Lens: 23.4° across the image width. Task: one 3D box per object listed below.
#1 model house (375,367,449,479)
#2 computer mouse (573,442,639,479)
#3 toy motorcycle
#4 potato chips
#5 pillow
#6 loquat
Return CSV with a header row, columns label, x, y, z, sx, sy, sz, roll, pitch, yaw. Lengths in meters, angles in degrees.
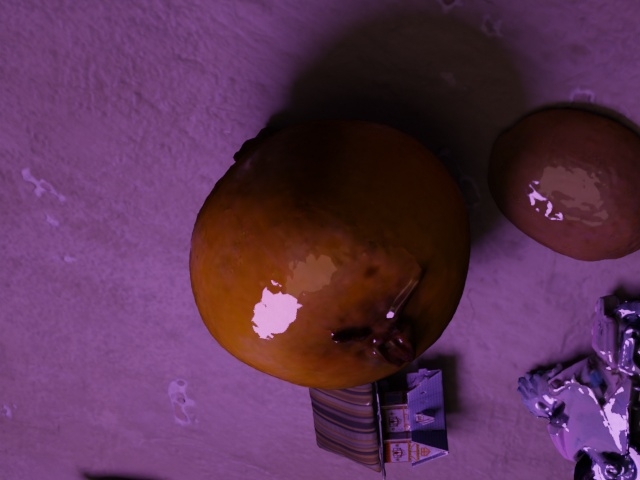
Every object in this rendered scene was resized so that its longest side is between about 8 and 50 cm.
label,x,y,z,sx,sy,sz,roll,pitch,yaw
model house,0.118,0.225,1.988,0.088,0.117,0.167,-4,118,4
computer mouse,0.431,0.306,1.915,0.233,0.096,0.137,9,121,30
toy motorcycle,0.320,0.175,1.872,0.204,0.108,0.239,16,92,41
potato chips,0.291,-0.053,1.775,0.195,0.062,0.208,-33,102,30
pillow,0.030,0.207,2.029,0.113,0.038,0.203,19,129,35
loquat,0.000,0.000,1.783,0.359,0.328,0.328,58,136,37
